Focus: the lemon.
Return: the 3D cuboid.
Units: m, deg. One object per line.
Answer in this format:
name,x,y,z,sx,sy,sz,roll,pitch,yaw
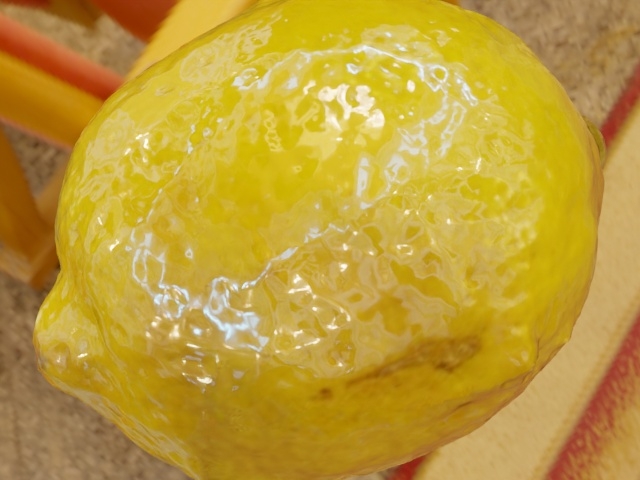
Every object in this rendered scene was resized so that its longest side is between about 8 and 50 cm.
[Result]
lemon,0.000,0.000,0.765,0.288,0.233,0.233,-25,56,-8
